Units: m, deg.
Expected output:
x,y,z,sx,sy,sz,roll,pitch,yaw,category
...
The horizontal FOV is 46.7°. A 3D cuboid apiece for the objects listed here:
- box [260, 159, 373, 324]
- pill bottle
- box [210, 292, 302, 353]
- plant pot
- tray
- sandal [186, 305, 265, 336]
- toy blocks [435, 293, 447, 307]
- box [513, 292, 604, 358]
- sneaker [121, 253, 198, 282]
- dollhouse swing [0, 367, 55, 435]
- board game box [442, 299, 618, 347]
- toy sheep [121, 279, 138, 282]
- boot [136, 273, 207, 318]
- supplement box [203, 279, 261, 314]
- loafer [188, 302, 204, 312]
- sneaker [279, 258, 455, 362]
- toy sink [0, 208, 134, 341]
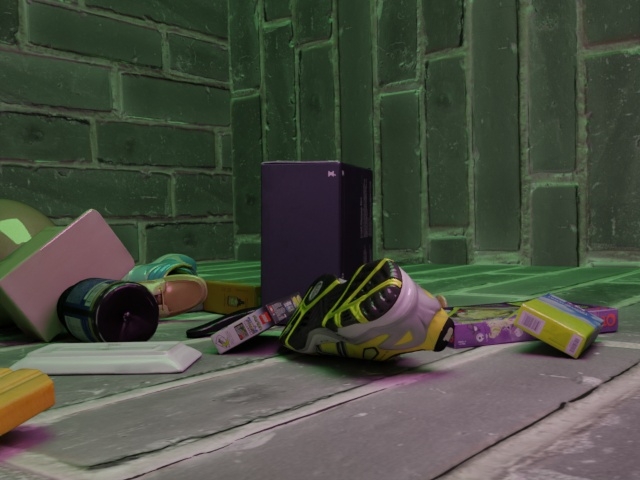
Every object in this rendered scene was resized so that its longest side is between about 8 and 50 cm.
x,y,z,sx,sy,sz,roll,pitch,yaw,category
0.000,0.000,1.661,0.178,0.343,0.312,1,1,16,box
-0.393,0.129,1.342,0.122,0.123,0.219,-3,3,-39,pill bottle
-0.104,0.142,1.309,0.114,0.036,0.207,-29,-5,13,box
-0.647,0.059,1.575,0.284,0.284,0.191,-3,9,-45,plant pot
-0.330,0.180,1.151,0.270,0.030,0.145,-1,1,3,tray
-0.177,0.167,1.456,0.179,0.040,0.067,-19,4,-27,sandal
0.176,0.142,1.578,0.148,0.054,0.123,-3,3,-22,toy blocks
0.387,0.133,1.195,0.109,0.042,0.178,29,15,25,box
-0.410,0.109,2.164,0.208,0.127,0.319,-3,10,26,sneaker
-0.457,0.079,0.656,0.346,0.315,0.305,-2,22,16,dollhouse swing
0.342,0.149,1.374,0.346,0.056,0.208,-2,-2,-21,board game box
-0.484,0.138,1.843,0.132,0.091,0.091,18,-6,-23,toy sheep
-0.379,0.133,1.581,0.261,0.095,0.203,-7,1,-2,boot
-0.189,0.136,1.749,0.080,0.078,0.233,1,0,-36,supplement box
-0.385,0.134,1.795,0.251,0.087,0.094,-3,2,-42,loafer
0.055,0.136,1.146,0.147,0.145,0.384,35,-18,-15,sneaker
-0.518,0.062,1.467,0.131,0.153,0.234,1,40,50,toy sink
